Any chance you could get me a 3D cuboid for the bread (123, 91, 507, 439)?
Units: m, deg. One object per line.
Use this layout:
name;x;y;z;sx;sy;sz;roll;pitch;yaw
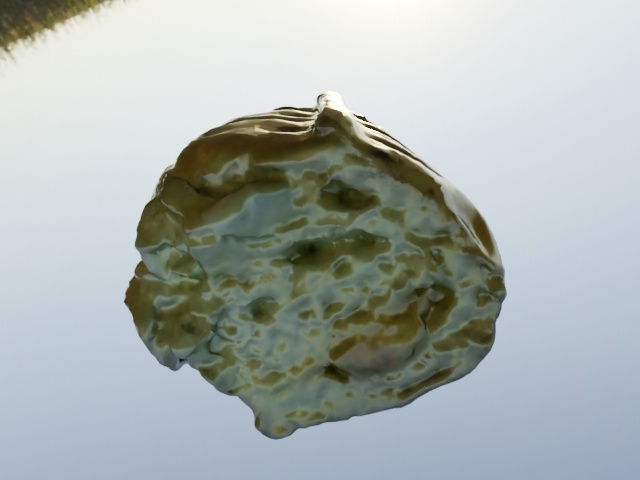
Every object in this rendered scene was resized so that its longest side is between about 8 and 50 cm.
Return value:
bread;-0.005;-0.004;0.476;0.239;0.196;0.252;-17;-163;-3
